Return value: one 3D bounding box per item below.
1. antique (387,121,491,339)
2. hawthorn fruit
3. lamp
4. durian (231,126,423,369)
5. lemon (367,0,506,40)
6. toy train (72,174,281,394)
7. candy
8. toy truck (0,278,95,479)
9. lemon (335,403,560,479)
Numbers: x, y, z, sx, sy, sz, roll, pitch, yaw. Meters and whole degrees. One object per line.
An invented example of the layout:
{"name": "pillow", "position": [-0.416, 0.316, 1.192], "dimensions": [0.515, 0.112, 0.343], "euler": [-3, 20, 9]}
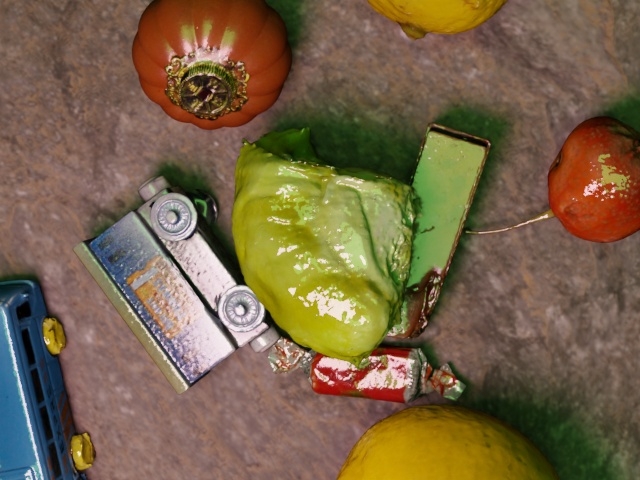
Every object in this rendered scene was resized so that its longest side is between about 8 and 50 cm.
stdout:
{"name": "antique", "position": [0.150, -0.008, 1.680], "dimensions": [0.093, 0.087, 0.310], "euler": [19, 96, 4]}
{"name": "hawthorn fruit", "position": [0.336, -0.048, 1.633], "dimensions": [0.285, 0.165, 0.165], "euler": [-34, 90, 22]}
{"name": "lamp", "position": [-0.150, -0.258, 1.644], "dimensions": [0.223, 0.196, 0.223], "euler": [2, 133, 2]}
{"name": "durian", "position": [0.000, 0.000, 1.601], "dimensions": [0.256, 0.204, 0.339], "euler": [-2, 79, 33]}
{"name": "lemon", "position": [0.163, -0.415, 1.563], "dimensions": [0.261, 0.260, 0.284], "euler": [25, 116, 5]}
{"name": "toy train", "position": [-0.201, 0.063, 1.709], "dimensions": [0.202, 0.131, 0.299], "euler": [-36, 89, 11]}
{"name": "candy", "position": [0.066, 0.189, 1.720], "dimensions": [0.292, 0.059, 0.086], "euler": [5, 96, 8]}
{"name": "toy truck", "position": [-0.450, 0.253, 1.741], "dimensions": [0.161, 0.162, 0.384], "euler": [-11, 93, 10]}
{"name": "lemon", "position": [0.175, 0.384, 1.590], "dimensions": [0.348, 0.348, 0.348], "euler": [1, 95, 7]}
